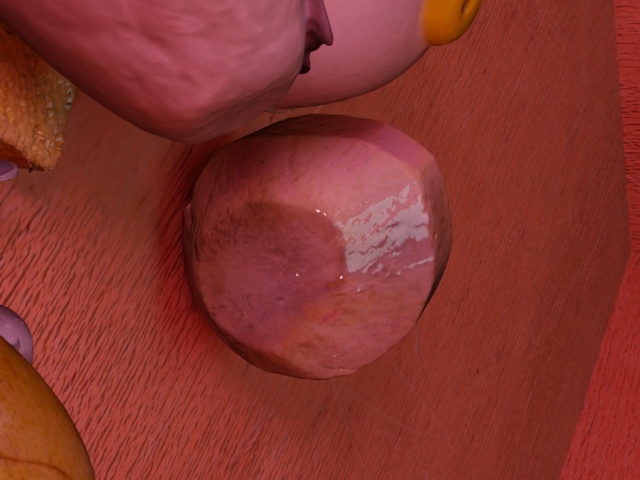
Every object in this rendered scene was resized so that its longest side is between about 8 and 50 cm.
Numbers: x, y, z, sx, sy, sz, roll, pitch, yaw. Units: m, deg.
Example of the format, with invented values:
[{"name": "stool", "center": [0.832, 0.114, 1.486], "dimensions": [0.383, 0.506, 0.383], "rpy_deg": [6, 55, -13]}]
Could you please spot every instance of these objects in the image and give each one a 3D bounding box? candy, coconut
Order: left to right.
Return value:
[{"name": "candy", "center": [-0.152, -0.226, 1.142], "dimensions": [0.186, 0.386, 0.427], "rpy_deg": [-35, 145, -10]}, {"name": "coconut", "center": [0.000, 0.000, 1.730], "dimensions": [0.259, 0.259, 0.259], "rpy_deg": [5, 90, -70]}]

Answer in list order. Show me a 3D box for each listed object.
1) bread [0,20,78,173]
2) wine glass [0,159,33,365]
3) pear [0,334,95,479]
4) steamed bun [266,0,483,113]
[{"name": "bread", "center": [-0.237, -0.113, 1.300], "dimensions": [0.187, 0.065, 0.103], "rpy_deg": [34, 65, -69]}, {"name": "wine glass", "center": [-0.243, 0.044, 1.299], "dimensions": [0.079, 0.079, 0.195], "rpy_deg": [-37, 128, -64]}, {"name": "pear", "center": [-0.262, 0.159, 1.028], "dimensions": [0.283, 0.284, 0.283], "rpy_deg": [5, 90, -70]}, {"name": "steamed bun", "center": [-0.027, -0.266, 1.477], "dimensions": [0.374, 0.334, 0.334], "rpy_deg": [-33, 126, -75]}]
